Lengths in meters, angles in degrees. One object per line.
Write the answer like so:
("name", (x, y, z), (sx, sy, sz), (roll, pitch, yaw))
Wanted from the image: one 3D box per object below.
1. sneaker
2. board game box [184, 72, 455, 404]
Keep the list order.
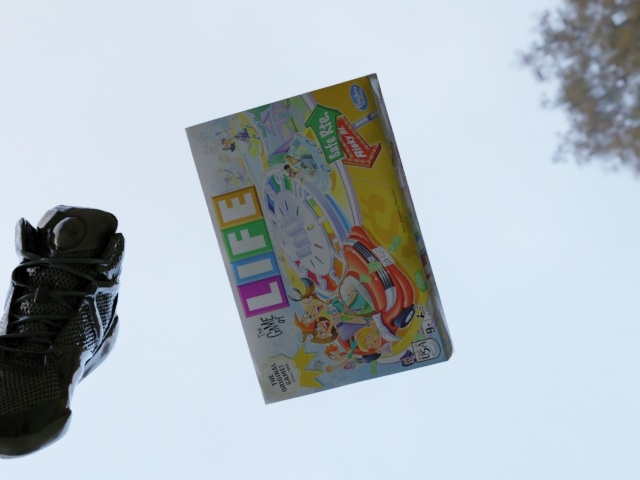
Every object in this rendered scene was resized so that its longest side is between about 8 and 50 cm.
("sneaker", (-0.192, 0.053, 1.113), (0.227, 0.087, 0.130), (-60, -22, -63))
("board game box", (0.000, 0.000, 0.862), (0.026, 0.103, 0.154), (-33, -73, -75))
